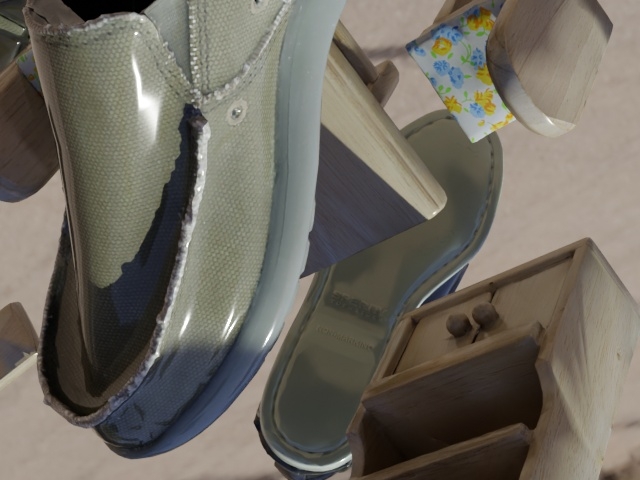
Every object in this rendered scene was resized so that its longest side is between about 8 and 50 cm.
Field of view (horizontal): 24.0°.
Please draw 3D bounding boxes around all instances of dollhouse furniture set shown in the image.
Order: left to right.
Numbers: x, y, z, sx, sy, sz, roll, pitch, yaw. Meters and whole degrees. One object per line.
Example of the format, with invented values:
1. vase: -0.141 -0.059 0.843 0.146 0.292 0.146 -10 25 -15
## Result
1. dollhouse furniture set: 0.000 0.000 0.541 0.212 0.242 0.161 -26 -159 35

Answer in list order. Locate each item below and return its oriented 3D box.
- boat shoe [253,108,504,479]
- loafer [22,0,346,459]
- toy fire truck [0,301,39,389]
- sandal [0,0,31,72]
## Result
1. boat shoe: 0.032 0.029 0.835 0.228 0.081 0.069 -60 171 -21
2. loafer: -0.049 -0.053 0.424 0.087 0.094 0.251 1 113 -35
3. toy fire truck: -0.333 0.078 1.005 0.246 0.217 0.158 -19 174 -29
4. sandal: -0.123 -0.090 0.805 0.219 0.060 0.090 33 117 -24
